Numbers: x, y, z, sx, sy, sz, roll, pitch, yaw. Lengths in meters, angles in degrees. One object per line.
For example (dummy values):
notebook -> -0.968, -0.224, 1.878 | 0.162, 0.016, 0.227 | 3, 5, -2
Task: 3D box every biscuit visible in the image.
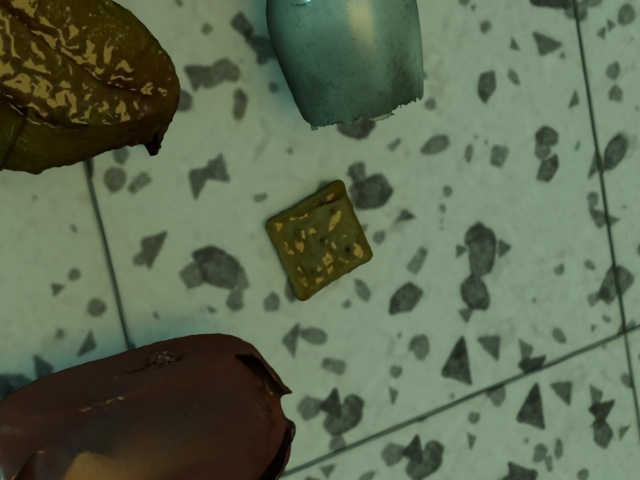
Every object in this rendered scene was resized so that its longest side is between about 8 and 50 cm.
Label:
biscuit -> 0.000, 0.000, 1.325 | 0.083, 0.018, 0.081 | -30, 112, -22

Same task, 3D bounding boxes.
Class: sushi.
sushi -> -0.221, -0.125, 1.110 | 0.287, 0.140, 0.149 | 25, 82, -28

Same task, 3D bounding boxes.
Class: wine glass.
wine glass -> 0.009, -0.217, 1.236 | 0.126, 0.126, 0.241 | -21, 104, -26

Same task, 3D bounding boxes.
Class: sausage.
sausage -> -0.149, 0.164, 1.190 | 0.279, 0.152, 0.152 | -18, 106, -27
